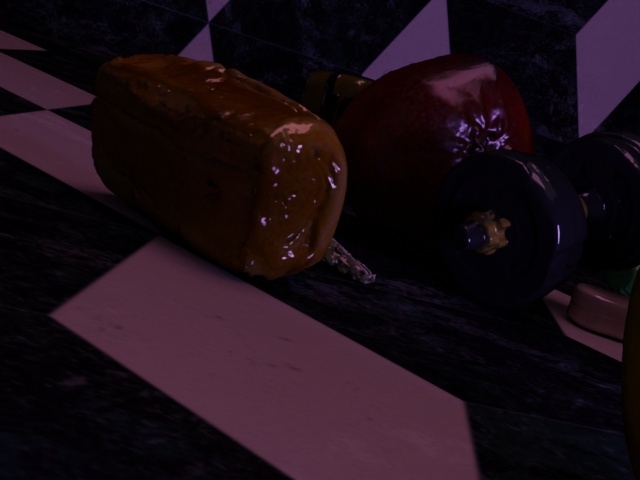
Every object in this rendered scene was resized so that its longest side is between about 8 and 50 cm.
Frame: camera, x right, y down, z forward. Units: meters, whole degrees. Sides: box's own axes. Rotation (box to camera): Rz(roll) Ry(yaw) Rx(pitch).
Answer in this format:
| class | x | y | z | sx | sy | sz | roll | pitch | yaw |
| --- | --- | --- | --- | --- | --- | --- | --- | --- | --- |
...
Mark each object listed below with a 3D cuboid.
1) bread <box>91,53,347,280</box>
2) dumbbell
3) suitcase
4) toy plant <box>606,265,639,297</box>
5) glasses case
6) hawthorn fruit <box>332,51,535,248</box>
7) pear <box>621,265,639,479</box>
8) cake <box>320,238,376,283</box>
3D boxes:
| class | x | y | z | sx | sy | sz | roll | pitch | yaw |
| --- | --- | --- | --- | --- | --- | --- | --- | --- | --- |
| bread | -0.107 | -0.077 | 1.166 | 0.132 | 0.167 | 0.294 | -18 | 33 | -35 |
| dumbbell | 0.292 | -0.033 | 1.444 | 0.388 | 0.185 | 0.185 | -13 | 30 | -43 |
| suitcase | 0.054 | -0.175 | 1.975 | 0.143 | 0.194 | 0.235 | 16 | 5 | 36 |
| toy plant | 0.522 | 0.079 | 1.768 | 0.155 | 0.088 | 0.240 | 8 | -7 | 38 |
| glasses case | 0.404 | 0.105 | 1.478 | 0.196 | 0.050 | 0.083 | 18 | 7 | -6 |
| hawthorn fruit | 0.133 | -0.114 | 1.616 | 0.265 | 0.265 | 0.307 | 11 | -5 | -40 |
| pear | 0.352 | 0.090 | 0.643 | 0.352 | 0.352 | 0.413 | 14 | 20 | -28 |
| cake | 0.000 | 0.000 | 1.272 | 0.140 | 0.055 | 0.051 | 23 | 3 | 12 |
